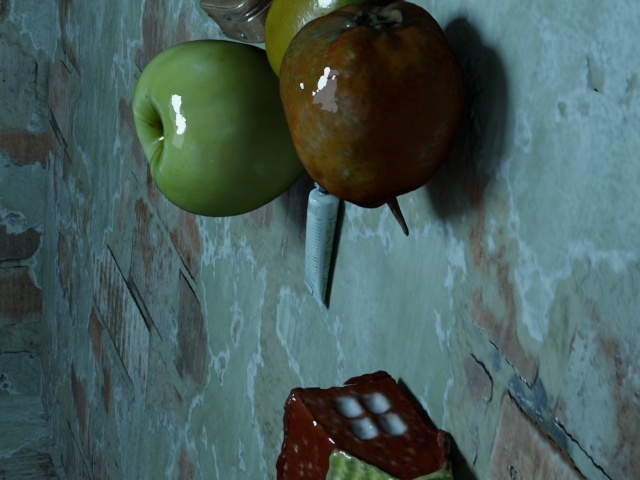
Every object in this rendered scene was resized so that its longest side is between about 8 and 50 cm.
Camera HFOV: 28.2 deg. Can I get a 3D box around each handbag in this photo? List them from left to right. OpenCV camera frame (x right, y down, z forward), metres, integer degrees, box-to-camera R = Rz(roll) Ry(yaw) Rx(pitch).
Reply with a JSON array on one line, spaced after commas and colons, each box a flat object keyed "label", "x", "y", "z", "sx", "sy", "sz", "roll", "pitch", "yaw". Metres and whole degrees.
[{"label": "handbag", "x": -0.080, "y": -0.349, "z": 1.788, "sx": 0.072, "sy": 0.151, "sz": 0.193, "roll": 50, "pitch": 173, "yaw": -22}]

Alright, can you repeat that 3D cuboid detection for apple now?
[{"label": "apple", "x": -0.140, "y": -0.168, "z": 1.809, "sx": 0.262, "sy": 0.262, "sz": 0.262, "roll": 176, "pitch": 90, "yaw": -68}]

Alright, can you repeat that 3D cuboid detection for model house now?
[{"label": "model house", "x": 0.063, "y": 0.305, "z": 1.515, "sx": 0.254, "sy": 0.160, "sz": 0.196, "roll": -133, "pitch": 45, "yaw": -55}]

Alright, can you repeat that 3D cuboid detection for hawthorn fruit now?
[{"label": "hawthorn fruit", "x": 0.061, "y": -0.128, "z": 1.413, "sx": 0.210, "sy": 0.211, "sz": 0.262, "roll": -131, "pitch": 31, "yaw": -56}]

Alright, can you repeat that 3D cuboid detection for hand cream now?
[{"label": "hand cream", "x": 0.000, "y": 0.000, "z": 1.781, "sx": 0.067, "sy": 0.042, "sz": 0.194, "roll": 49, "pitch": 143, "yaw": 45}]

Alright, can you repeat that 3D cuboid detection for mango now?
[{"label": "mango", "x": 0.006, "y": -0.282, "z": 1.613, "sx": 0.221, "sy": 0.120, "sz": 0.151, "roll": -51, "pitch": 50, "yaw": 50}]
